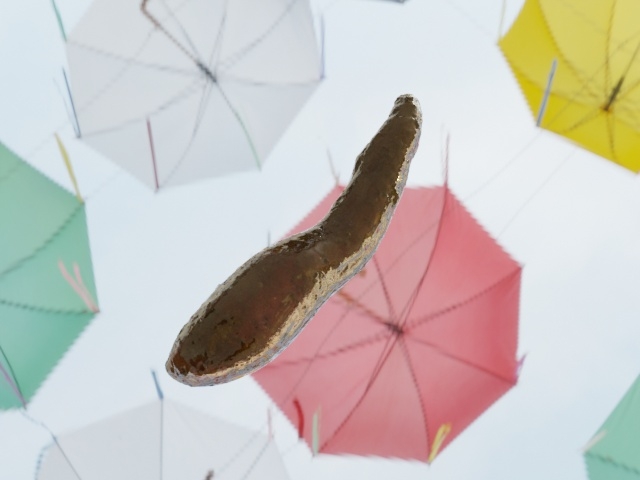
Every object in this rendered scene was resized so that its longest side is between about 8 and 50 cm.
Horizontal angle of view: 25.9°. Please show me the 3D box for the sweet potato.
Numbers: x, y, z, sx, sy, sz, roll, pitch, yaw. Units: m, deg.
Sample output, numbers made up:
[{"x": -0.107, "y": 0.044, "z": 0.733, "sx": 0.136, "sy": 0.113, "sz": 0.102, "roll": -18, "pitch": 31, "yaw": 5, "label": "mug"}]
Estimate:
[{"x": 0.001, "y": 0.000, "z": 0.733, "sx": 0.050, "sy": 0.050, "sz": 0.214, "roll": 37, "pitch": -115, "yaw": 13, "label": "sweet potato"}]
